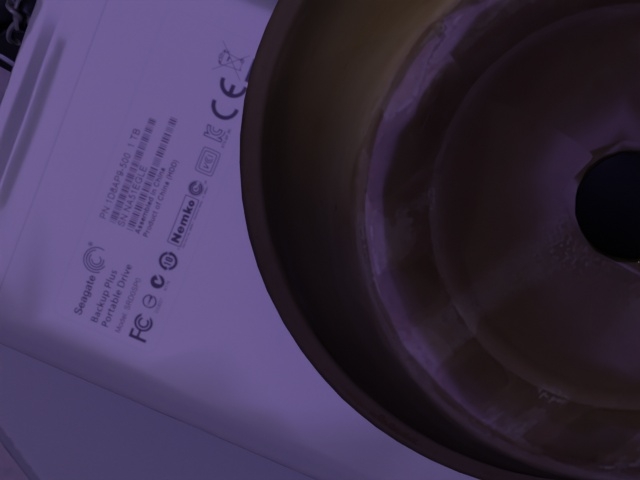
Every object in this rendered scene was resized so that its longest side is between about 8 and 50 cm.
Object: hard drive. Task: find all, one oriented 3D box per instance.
[{"bbox_3d":[0.000,0.000,0.892,0.353,0.047,0.233,23,104,2],"label":"hard drive"},{"bbox_3d":[-0.095,0.082,0.985,0.203,0.040,0.307,-32,97,25],"label":"hard drive"}]

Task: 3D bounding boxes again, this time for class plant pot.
[{"bbox_3d":[0.112,-0.027,0.707,0.323,0.280,0.323,1,97,5],"label":"plant pot"}]

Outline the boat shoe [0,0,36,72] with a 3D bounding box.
[{"bbox_3d":[-0.170,-0.121,0.968,0.206,0.065,0.075,24,108,12],"label":"boat shoe"}]
